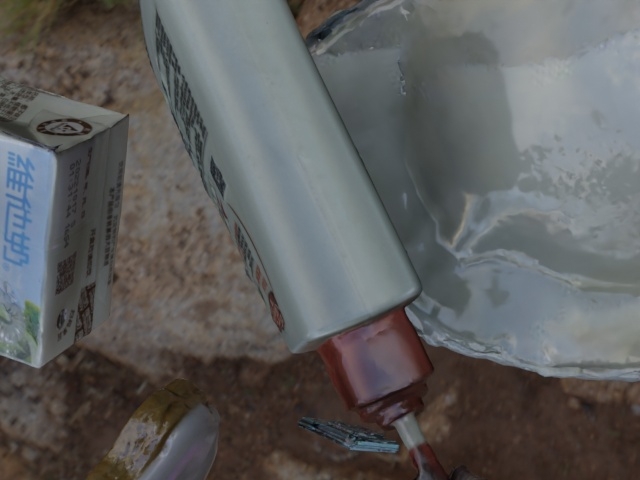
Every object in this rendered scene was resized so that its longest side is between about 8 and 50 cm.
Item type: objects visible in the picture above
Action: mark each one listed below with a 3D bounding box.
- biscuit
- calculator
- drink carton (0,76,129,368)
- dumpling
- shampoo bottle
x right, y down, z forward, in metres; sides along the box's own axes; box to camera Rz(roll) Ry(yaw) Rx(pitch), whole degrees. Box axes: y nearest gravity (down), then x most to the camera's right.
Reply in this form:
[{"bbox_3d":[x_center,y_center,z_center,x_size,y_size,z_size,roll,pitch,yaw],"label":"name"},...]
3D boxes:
[{"bbox_3d":[-0.130,0.192,0.857,0.049,0.208,0.181,30,152,11],"label":"biscuit"},{"bbox_3d":[0.024,0.194,1.351,0.057,0.172,0.018,11,86,-16],"label":"calculator"},{"bbox_3d":[-0.332,-0.047,1.112,0.324,0.132,0.194,18,116,17],"label":"drink carton"},{"bbox_3d":[0.178,-0.068,0.716,0.260,0.341,0.181,69,158,11],"label":"dumpling"},{"bbox_3d":[0.000,0.000,0.619,0.284,0.071,0.153,62,169,16],"label":"shampoo bottle"}]
